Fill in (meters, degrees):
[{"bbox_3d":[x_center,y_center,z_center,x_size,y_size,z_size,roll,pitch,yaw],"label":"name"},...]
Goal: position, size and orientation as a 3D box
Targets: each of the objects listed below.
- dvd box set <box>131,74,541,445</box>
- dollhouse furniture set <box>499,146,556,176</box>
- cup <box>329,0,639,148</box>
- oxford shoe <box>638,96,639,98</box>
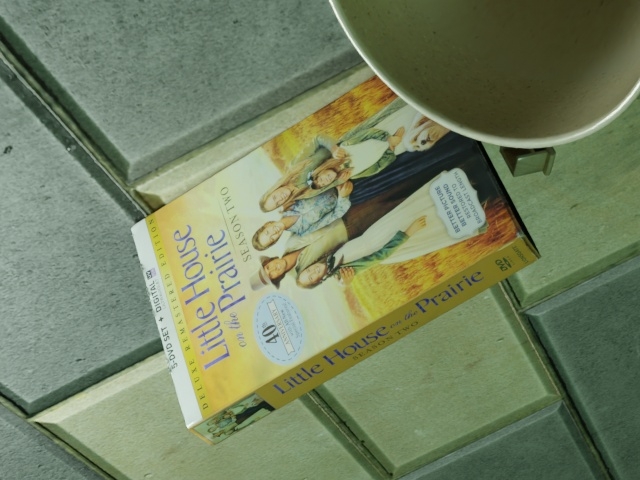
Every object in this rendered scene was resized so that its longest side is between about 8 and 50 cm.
[{"bbox_3d":[0.000,0.000,1.559,0.420,0.308,0.062,-30,141,12],"label":"dvd box set"},{"bbox_3d":[0.248,-0.192,1.562,0.101,0.161,0.182,-13,144,-13],"label":"dollhouse furniture set"},{"bbox_3d":[0.194,-0.280,1.205,0.237,0.331,0.331,-42,160,-38],"label":"cup"},{"bbox_3d":[0.469,-0.205,1.688,0.348,0.130,0.123,-5,141,-23],"label":"oxford shoe"}]
